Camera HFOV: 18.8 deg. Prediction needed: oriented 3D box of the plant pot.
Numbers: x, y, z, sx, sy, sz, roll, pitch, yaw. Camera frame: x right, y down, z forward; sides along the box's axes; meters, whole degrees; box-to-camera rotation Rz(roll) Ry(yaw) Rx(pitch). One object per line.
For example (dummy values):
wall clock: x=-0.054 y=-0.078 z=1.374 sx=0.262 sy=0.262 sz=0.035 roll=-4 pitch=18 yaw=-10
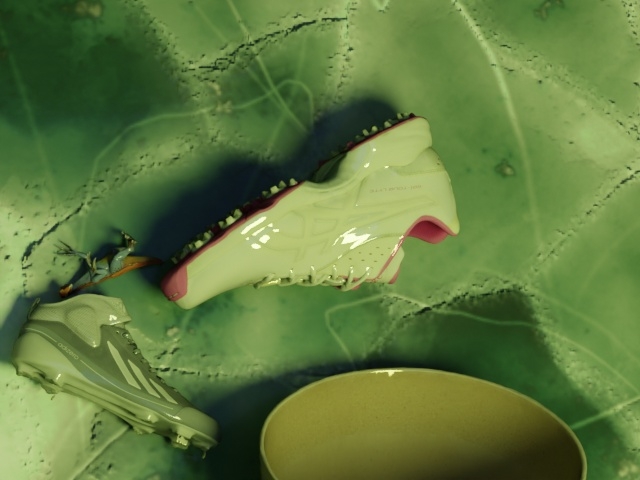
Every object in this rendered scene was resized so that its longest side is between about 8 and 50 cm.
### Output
plant pot: x=0.084 y=0.264 z=1.707 sx=0.284 sy=0.284 sz=0.191 roll=-6 pitch=116 yaw=-18

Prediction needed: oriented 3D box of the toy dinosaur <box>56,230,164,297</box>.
toy dinosaur: x=-0.198 y=0.029 z=1.761 sx=0.090 sy=0.047 sz=0.082 roll=37 pitch=89 yaw=-18

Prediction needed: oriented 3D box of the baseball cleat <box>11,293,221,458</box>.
baseball cleat: x=-0.171 y=0.112 z=1.737 sx=0.206 sy=0.072 sz=0.109 roll=26 pitch=67 yaw=-15

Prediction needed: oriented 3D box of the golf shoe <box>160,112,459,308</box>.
golf shoe: x=0.000 y=0.000 z=1.791 sx=0.306 sy=0.115 sz=0.140 roll=-30 pitch=93 yaw=-19
